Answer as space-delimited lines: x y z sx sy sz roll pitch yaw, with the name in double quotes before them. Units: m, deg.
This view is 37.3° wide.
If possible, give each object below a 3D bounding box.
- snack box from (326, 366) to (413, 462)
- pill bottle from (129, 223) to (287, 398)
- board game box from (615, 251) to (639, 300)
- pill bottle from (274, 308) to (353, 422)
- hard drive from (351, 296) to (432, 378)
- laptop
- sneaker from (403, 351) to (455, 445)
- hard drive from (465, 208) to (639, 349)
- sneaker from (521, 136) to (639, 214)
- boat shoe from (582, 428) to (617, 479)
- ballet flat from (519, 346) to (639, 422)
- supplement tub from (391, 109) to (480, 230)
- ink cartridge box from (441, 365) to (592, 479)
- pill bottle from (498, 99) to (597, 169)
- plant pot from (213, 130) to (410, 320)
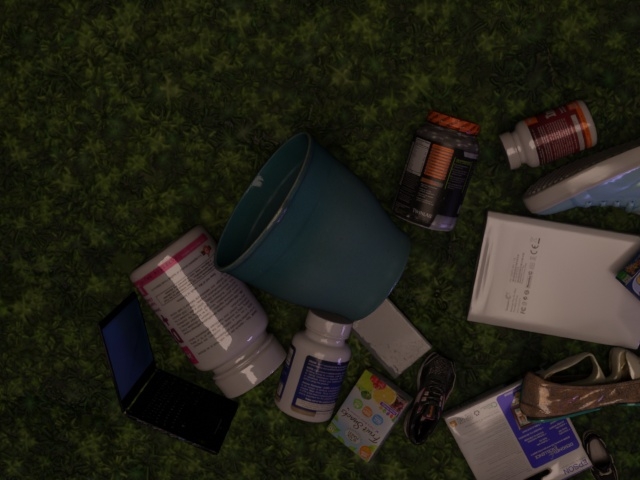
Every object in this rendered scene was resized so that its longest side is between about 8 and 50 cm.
"snack box" 0.090 0.320 1.743 0.100 0.037 0.141 36 102 19
"pill bottle" -0.193 0.127 1.675 0.160 0.160 0.283 -35 97 9
"board game box" 0.623 0.077 1.646 0.201 0.035 0.136 38 98 -24
"pill bottle" -0.007 0.220 1.707 0.112 0.112 0.187 17 102 0
"hard drive" 0.126 0.173 1.736 0.094 0.022 0.135 -42 96 10
"laptop" -0.258 0.226 1.661 0.264 0.234 0.137 23 102 0
"sneaker" 0.203 0.295 1.727 0.071 0.077 0.178 13 101 -1
"hard drive" 0.430 0.069 1.689 0.307 0.040 0.203 10 101 1
"sneaker" 0.532 -0.089 1.605 0.365 0.135 0.150 -20 96 8
"boat shoe" 0.519 0.410 1.750 0.046 0.038 0.125 -18 99 6
"ballet flat" 0.502 0.246 1.668 0.315 0.107 0.106 -7 93 -11
"supplement tub" 0.202 -0.120 1.627 0.117 0.117 0.191 18 101 0
"ink cartridge box" 0.361 0.365 1.746 0.206 0.045 0.208 -27 96 7
"pill bottle" 0.386 -0.176 1.621 0.152 0.086 0.086 -20 99 6
"plant pot" 0.000 0.000 1.602 0.255 0.272 0.272 34 101 -18
